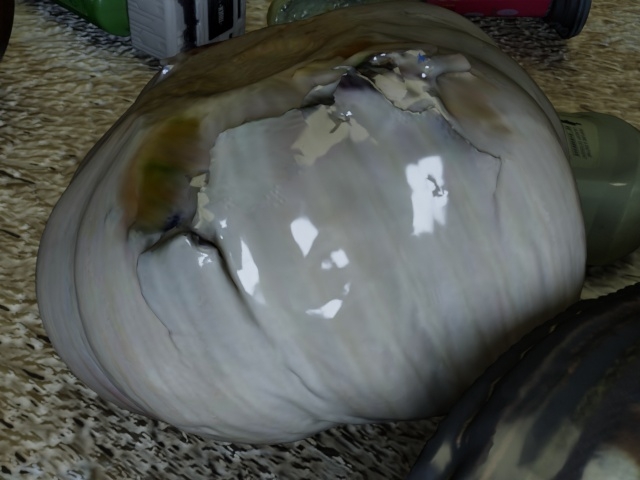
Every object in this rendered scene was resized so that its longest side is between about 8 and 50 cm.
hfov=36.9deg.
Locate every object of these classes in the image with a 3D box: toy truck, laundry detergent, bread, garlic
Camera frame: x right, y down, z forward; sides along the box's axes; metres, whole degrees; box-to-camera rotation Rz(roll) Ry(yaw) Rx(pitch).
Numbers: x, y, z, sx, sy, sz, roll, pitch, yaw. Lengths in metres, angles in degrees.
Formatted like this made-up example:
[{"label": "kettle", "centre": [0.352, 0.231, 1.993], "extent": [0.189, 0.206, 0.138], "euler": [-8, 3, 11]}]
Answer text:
[{"label": "toy truck", "centre": [-0.188, -0.251, 0.900], "extent": [0.243, 0.101, 0.125], "euler": [31, 48, 27]}, {"label": "laundry detergent", "centre": [0.166, -0.053, 0.746], "extent": [0.254, 0.091, 0.181], "euler": [8, 34, -3]}, {"label": "bread", "centre": [0.010, -0.210, 0.906], "extent": [0.157, 0.083, 0.094], "euler": [-24, 48, -38]}, {"label": "garlic", "centre": [-0.007, -0.015, 0.539], "extent": [0.322, 0.240, 0.322], "euler": [3, 14, -1]}]

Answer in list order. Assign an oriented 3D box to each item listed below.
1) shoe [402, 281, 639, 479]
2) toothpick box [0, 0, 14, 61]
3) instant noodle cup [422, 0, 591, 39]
[{"label": "shoe", "centre": [0.199, 0.135, 0.433], "extent": [0.384, 0.171, 0.237], "euler": [-15, 48, -47]}, {"label": "toothpick box", "centre": [-0.376, -0.201, 0.731], "extent": [0.294, 0.192, 0.192], "euler": [27, 41, 27]}, {"label": "instant noodle cup", "centre": [0.169, -0.331, 0.988], "extent": [0.182, 0.258, 0.302], "euler": [-4, -5, 3]}]
